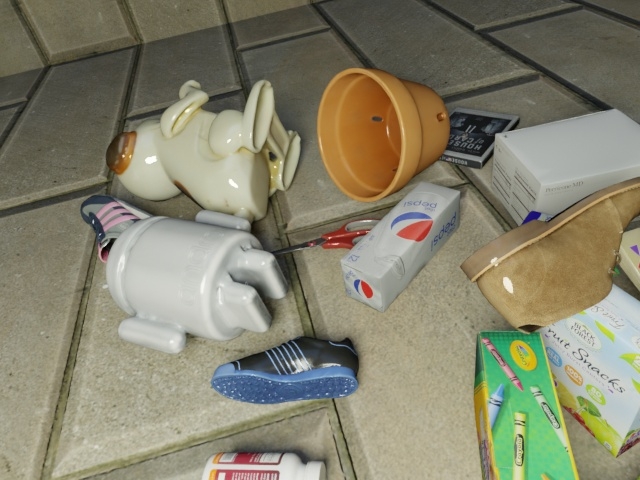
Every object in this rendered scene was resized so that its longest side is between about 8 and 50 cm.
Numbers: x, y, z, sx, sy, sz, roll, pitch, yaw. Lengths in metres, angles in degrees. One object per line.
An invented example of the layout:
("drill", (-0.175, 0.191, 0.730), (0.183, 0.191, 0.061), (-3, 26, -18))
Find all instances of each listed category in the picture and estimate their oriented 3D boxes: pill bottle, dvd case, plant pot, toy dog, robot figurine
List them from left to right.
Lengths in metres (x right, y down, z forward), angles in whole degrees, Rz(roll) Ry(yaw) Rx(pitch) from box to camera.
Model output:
("robot figurine", (-0.239, 0.063, 0.896), (0.353, 0.199, 0.300), (9, 51, 23))
("toy dog", (-0.297, -0.182, 1.189), (0.408, 0.284, 0.395), (7, 80, 19))
("pill bottle", (-0.072, 0.323, 0.639), (0.152, 0.086, 0.086), (-4, 41, 10))
("plant pot", (0.157, -0.252, 1.130), (0.203, 0.291, 0.291), (-19, 38, -33))
("dvd case", (0.382, -0.271, 1.268), (0.179, 0.029, 0.239), (20, 49, 33))

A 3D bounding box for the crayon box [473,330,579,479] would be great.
("crayon box", (0.234, 0.265, 0.570), (0.081, 0.165, 0.278), (-3, 40, 12))

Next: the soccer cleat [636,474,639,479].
("soccer cleat", (0.386, 0.321, 0.534), (0.289, 0.121, 0.093), (-13, 11, -30))

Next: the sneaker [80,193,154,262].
("sneaker", (-0.477, -0.017, 1.120), (0.319, 0.112, 0.131), (17, 45, 32))

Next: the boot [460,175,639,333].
("boot", (0.319, 0.013, 0.600), (0.305, 0.112, 0.115), (-25, 69, -21))

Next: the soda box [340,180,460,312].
("soda box", (0.162, 0.003, 0.948), (0.091, 0.098, 0.286), (24, 51, 35))

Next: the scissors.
("scissors", (0.000, 0.000, 1.056), (0.297, 0.021, 0.109), (-4, 43, 10))

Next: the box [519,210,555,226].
("box", (0.407, 0.030, 0.832), (0.137, 0.126, 0.072), (20, 51, 32))

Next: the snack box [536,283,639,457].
("snack box", (0.356, 0.151, 0.641), (0.070, 0.207, 0.174), (-24, 40, -15))

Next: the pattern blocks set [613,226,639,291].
("pattern blocks set", (0.536, 0.041, 0.759), (0.325, 0.026, 0.285), (-4, 65, -26))

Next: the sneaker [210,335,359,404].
("sneaker", (-0.055, 0.203, 0.788), (0.232, 0.081, 0.090), (-1, 38, 2))

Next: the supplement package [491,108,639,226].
("supplement package", (0.513, -0.135, 0.986), (0.262, 0.145, 0.204), (-12, 40, 0))
